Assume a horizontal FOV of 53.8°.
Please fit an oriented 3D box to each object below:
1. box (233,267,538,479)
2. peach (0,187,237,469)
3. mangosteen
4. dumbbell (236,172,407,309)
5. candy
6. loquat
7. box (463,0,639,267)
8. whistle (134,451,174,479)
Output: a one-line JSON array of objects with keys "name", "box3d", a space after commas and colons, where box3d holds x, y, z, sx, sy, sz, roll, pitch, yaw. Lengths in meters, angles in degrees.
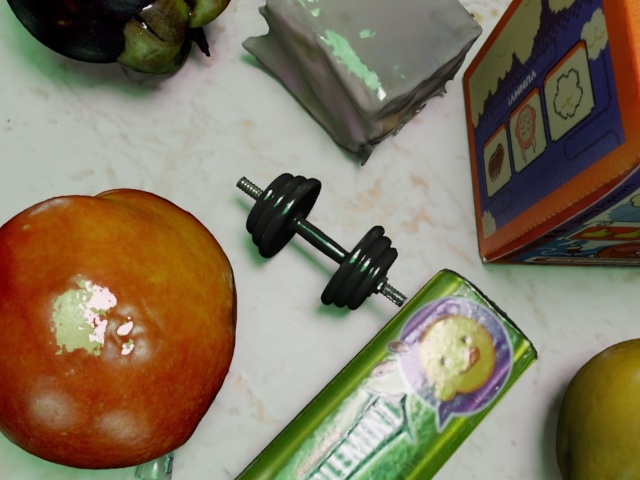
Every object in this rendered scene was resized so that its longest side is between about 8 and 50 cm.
[{"name": "box", "box3d": [0.046, 0.189, 0.595, 0.345, 0.097, 0.134, -42, 83, -16]}, {"name": "peach", "box3d": [-0.179, 0.074, 0.548, 0.244, 0.200, 0.243, 13, 68, -34]}, {"name": "mangosteen", "box3d": [-0.206, -0.282, 0.642, 0.243, 0.243, 0.242, 2, 74, -7]}, {"name": "dumbbell", "box3d": [0.000, 0.000, 0.638, 0.209, 0.099, 0.099, 37, 73, 8]}, {"name": "candy", "box3d": [0.048, -0.211, 0.688, 0.185, 0.137, 0.195, -39, 85, -15]}, {"name": "loquat", "box3d": [0.342, 0.179, 0.580, 0.213, 0.213, 0.246, 43, 80, 6]}, {"name": "box", "box3d": [0.362, -0.122, 0.608, 0.349, 0.318, 0.256, 1, 74, -8]}, {"name": "whistle", "box3d": [-0.155, 0.208, 0.596, 0.035, 0.035, 0.100, 9, 75, -5]}]
